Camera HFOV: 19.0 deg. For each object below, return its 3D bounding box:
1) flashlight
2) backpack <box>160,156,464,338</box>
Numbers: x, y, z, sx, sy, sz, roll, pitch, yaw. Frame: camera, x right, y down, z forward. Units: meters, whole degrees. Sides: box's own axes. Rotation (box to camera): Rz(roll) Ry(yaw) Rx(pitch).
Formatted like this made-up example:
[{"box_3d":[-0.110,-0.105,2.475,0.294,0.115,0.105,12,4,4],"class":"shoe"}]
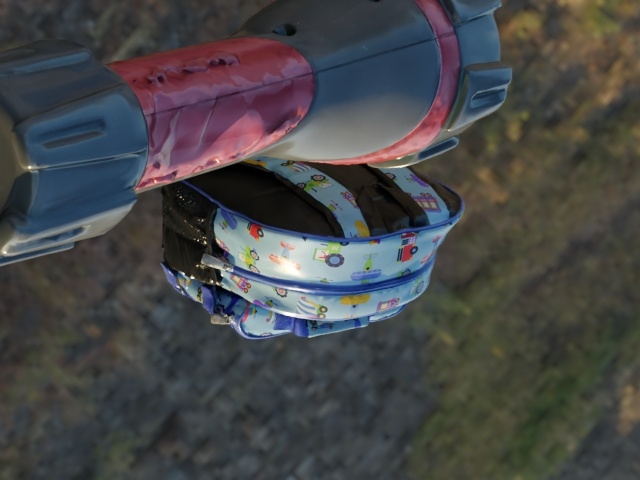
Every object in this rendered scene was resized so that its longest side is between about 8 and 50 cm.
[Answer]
[{"box_3d":[-0.036,-0.059,0.784,0.304,0.103,0.103,-21,137,-53],"class":"flashlight"},{"box_3d":[0.000,0.000,1.183,0.158,0.173,0.117,-10,113,-34],"class":"backpack"}]
